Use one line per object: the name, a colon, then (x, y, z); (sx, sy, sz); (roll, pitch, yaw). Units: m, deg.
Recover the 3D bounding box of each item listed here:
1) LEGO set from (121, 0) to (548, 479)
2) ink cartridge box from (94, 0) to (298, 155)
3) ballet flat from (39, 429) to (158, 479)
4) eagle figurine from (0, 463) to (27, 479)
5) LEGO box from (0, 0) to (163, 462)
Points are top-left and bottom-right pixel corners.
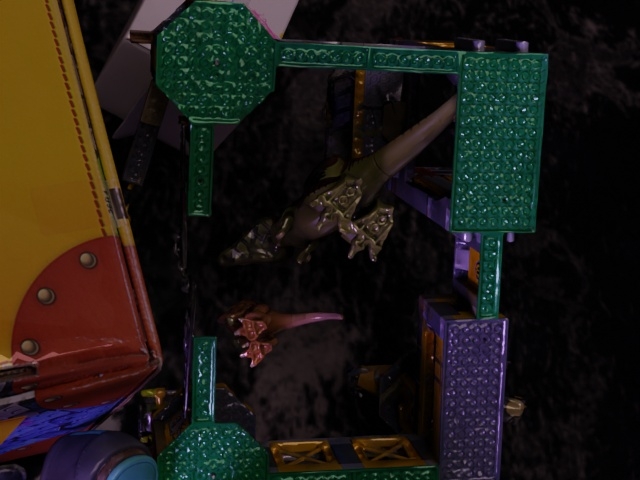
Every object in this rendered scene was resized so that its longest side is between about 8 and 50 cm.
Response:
LEGO set: (0.000, 0.000, 0.699); (0.255, 0.192, 0.331); (-8, 103, -9)
ink cartridge box: (-0.082, -0.128, 0.764); (0.090, 0.092, 0.143); (28, 61, -14)
ballet flat: (-0.130, 0.193, 0.612); (0.074, 0.074, 0.203); (6, 98, -24)
eagle figurine: (-0.245, 0.086, 0.348); (0.225, 0.226, 0.298); (29, 30, 17)
LEGO box: (-0.333, -0.119, 0.576); (0.372, 0.193, 0.500); (-8, 74, -28)
